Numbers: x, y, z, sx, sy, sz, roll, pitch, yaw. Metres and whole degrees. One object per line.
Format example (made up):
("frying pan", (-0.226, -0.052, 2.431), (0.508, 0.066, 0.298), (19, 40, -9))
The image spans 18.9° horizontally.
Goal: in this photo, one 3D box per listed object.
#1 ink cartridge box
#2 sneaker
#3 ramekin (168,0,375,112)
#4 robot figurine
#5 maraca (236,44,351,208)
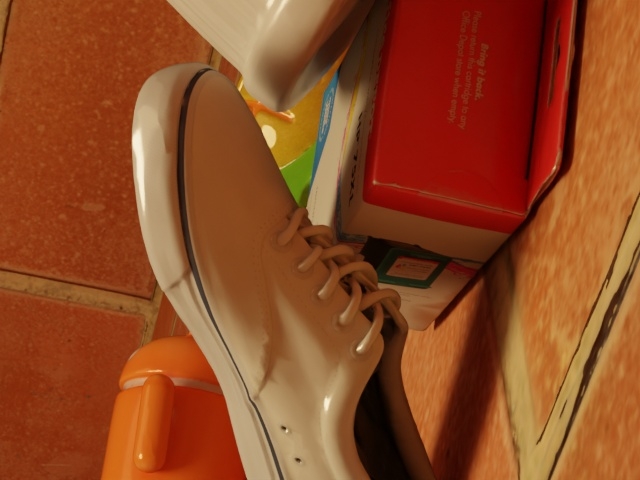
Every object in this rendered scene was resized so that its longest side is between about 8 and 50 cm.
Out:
("ink cartridge box", (0.054, -0.055, 0.945), (0.231, 0.078, 0.134), (122, 158, -66))
("sneaker", (-0.007, 0.031, 0.905), (0.094, 0.091, 0.258), (-52, -53, -52))
("ramekin", (0.008, -0.206, 0.947), (0.273, 0.127, 0.273), (-55, -2, -3))
("robot figurine", (-0.117, 0.175, 1.617), (0.128, 0.158, 0.219), (-16, 59, 48))
("maraca", (-0.011, -0.078, 1.291), (0.127, 0.099, 0.185), (-29, 32, 41))
